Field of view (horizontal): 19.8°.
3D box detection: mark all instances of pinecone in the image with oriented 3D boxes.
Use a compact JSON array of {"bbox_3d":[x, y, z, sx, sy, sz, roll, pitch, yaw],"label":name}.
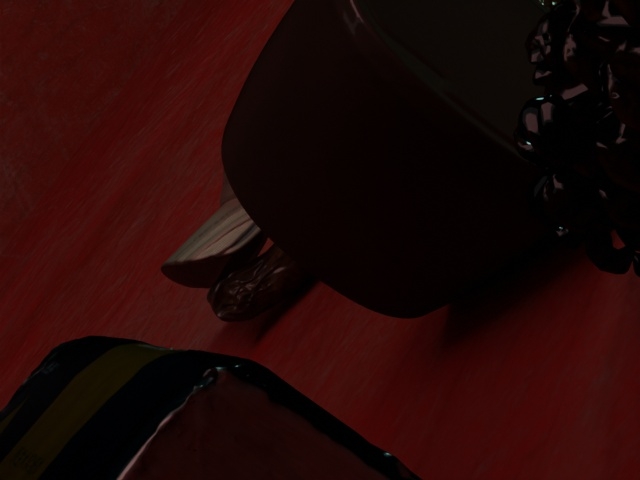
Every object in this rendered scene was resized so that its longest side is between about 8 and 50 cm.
[{"bbox_3d":[0.235,-0.103,1.192,0.224,0.224,0.272,-59,6,-37],"label":"pinecone"}]

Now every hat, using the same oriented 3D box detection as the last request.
[{"bbox_3d":[-0.091,-0.055,2.011,0.226,0.164,0.219,-22,-9,-11],"label":"hat"}]

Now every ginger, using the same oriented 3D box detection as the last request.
[{"bbox_3d":[0.002,-0.001,1.886,0.290,0.084,0.122,-35,41,28],"label":"ginger"}]

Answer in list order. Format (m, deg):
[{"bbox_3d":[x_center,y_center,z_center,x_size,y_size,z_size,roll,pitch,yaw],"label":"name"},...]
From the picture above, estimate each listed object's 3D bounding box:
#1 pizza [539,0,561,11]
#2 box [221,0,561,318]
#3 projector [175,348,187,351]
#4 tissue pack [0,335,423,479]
[{"bbox_3d":[0.193,-0.175,1.770,0.147,0.069,0.226,-32,28,19],"label":"pizza"},{"bbox_3d":[0.071,-0.094,1.491,0.216,0.301,0.301,-44,14,30],"label":"box"},{"bbox_3d":[-0.143,0.170,1.803,0.083,0.083,0.082,-38,17,33],"label":"projector"},{"bbox_3d":[-0.087,0.221,1.159,0.253,0.264,0.416,-54,15,-14],"label":"tissue pack"}]
